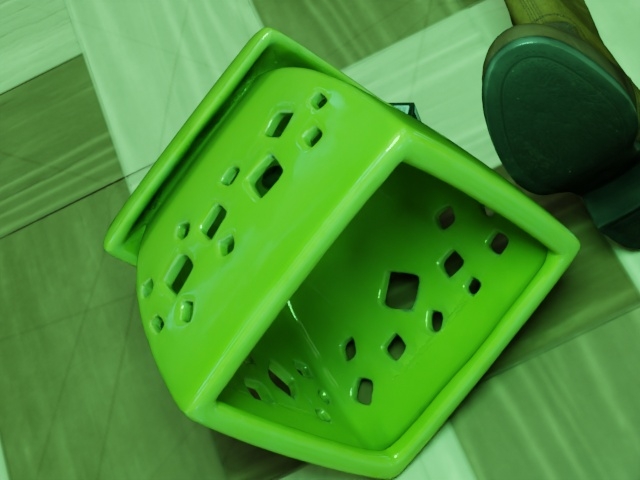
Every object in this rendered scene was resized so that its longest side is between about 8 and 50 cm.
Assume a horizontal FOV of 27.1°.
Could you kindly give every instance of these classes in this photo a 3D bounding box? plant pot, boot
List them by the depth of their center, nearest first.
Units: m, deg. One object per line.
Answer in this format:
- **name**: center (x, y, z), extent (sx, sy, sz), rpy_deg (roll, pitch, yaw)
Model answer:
- **plant pot**: center (0.000, 0.000, 0.915), extent (0.228, 0.227, 0.207), rpy_deg (-51, 47, 10)
- **boot**: center (0.165, -0.159, 0.961), extent (0.096, 0.264, 0.280), rpy_deg (-34, 52, 28)

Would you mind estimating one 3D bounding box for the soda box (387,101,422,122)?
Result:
- **soda box**: center (0.000, -0.076, 1.088), extent (0.169, 0.060, 0.053), rpy_deg (2, 61, 20)
